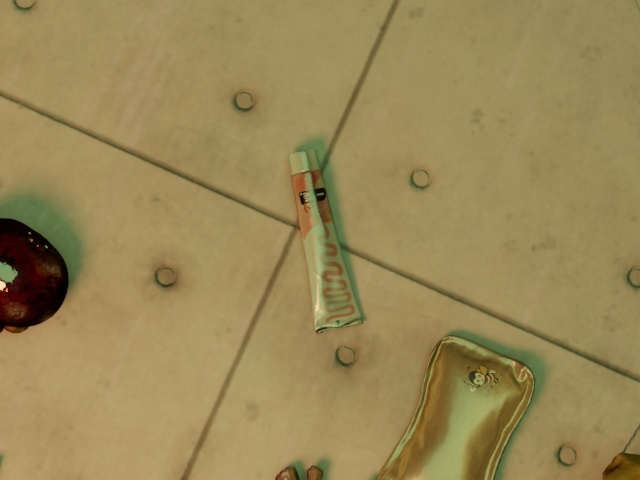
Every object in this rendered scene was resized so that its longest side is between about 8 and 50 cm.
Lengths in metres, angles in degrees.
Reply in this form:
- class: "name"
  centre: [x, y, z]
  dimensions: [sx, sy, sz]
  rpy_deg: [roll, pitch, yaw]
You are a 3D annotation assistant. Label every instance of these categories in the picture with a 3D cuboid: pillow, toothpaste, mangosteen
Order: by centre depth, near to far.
- class: "mangosteen"
  centre: [-0.345, 0.047, 1.826]
  dimensions: [0.140, 0.140, 0.140]
  rpy_deg: [1, 81, -6]
- class: "pillow"
  centre: [0.153, 0.222, 1.885]
  dimensions: [0.130, 0.033, 0.217]
  rpy_deg: [24, 82, 7]
- class: "toothpaste"
  centre: [0.000, 0.000, 1.907]
  dimensions: [0.056, 0.036, 0.205]
  rpy_deg: [-12, 86, -9]

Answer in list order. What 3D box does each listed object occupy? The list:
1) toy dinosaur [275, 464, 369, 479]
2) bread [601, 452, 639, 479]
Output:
- class: "toy dinosaur"
  centre: [0.029, 0.375, 1.844]
  dimensions: [0.199, 0.072, 0.251]
  rpy_deg: [1, 93, 6]
- class: "bread"
  centre: [0.419, 0.351, 1.813]
  dimensions: [0.252, 0.238, 0.196]
  rpy_deg: [-1, 44, -1]
